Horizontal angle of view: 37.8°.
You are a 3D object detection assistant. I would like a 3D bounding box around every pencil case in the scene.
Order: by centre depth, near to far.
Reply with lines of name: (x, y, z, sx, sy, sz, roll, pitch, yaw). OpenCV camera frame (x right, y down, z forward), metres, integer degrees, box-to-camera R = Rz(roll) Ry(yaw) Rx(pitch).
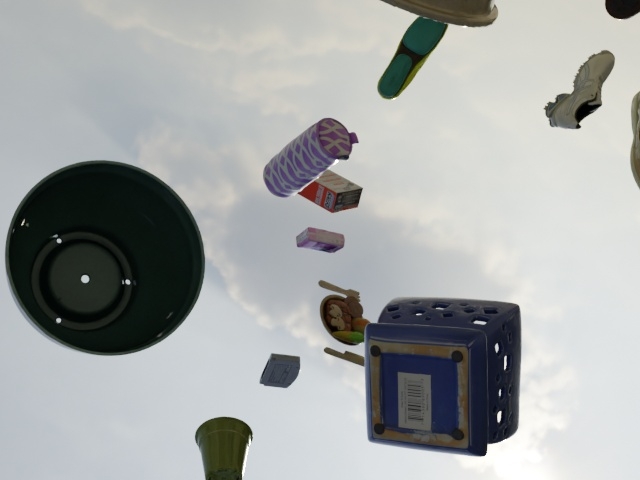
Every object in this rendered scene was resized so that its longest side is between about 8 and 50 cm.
pencil case: (-0.022, -0.148, 1.688, 0.088, 0.206, 0.086, -10, -102, -39)

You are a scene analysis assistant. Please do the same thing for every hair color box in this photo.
hair color box: (-0.001, -0.122, 2.064, 0.167, 0.053, 0.093, 30, -152, 34)

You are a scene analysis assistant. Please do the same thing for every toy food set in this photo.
toy food set: (0.056, 0.164, 1.974, 0.132, 0.038, 0.192, 21, -135, -30)

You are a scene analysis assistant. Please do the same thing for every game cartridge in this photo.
game cartridge: (-0.063, 0.210, 1.506, 0.056, 0.083, 0.017, 12, -132, -12)

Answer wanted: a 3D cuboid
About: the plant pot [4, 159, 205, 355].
plant pot: (-0.350, 0.044, 1.450, 0.293, 0.196, 0.293, 7, -106, -25)

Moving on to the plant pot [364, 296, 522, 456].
plant pot: (0.194, 0.227, 1.543, 0.236, 0.236, 0.212, 2, -172, 25)

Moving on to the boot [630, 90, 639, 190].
boot: (0.681, -0.214, 1.798, 0.095, 0.203, 0.262, 6, -109, -6)

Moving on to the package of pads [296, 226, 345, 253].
package of pads: (0.000, 0.000, 1.796, 0.083, 0.050, 0.032, 11, -113, -28)

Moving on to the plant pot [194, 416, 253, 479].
plant pot: (-0.134, 0.303, 1.304, 0.083, 0.083, 0.079, 15, -147, -17)

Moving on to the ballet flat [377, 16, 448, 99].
ballet flat: (0.203, -0.409, 2.056, 0.077, 0.231, 0.077, 38, -167, 11)

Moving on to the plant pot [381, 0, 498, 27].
plant pot: (0.158, -0.511, 1.295, 0.334, 0.305, 0.334, 18, -151, -10)

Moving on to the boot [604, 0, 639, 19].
boot: (0.461, -0.374, 1.237, 0.082, 0.219, 0.106, 40, -170, 20)

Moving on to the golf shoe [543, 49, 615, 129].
golf shoe: (0.494, -0.268, 1.708, 0.069, 0.176, 0.086, 41, 177, -41)
